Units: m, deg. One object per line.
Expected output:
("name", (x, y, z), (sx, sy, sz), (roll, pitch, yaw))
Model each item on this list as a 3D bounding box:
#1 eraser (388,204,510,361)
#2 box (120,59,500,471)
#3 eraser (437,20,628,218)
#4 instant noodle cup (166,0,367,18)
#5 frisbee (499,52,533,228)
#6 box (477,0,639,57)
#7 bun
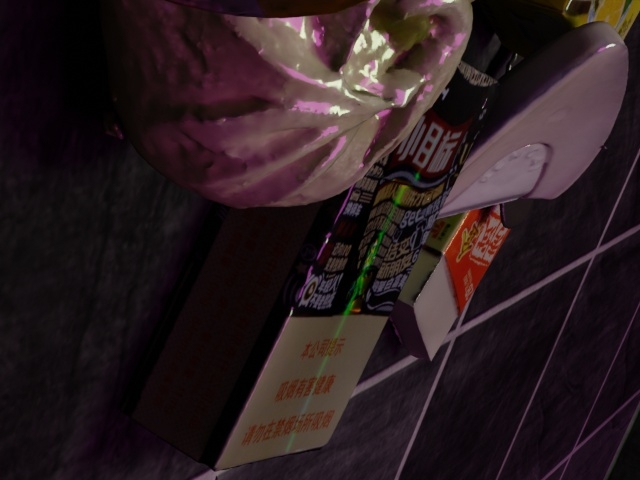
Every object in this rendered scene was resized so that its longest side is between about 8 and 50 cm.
("eraser", (0.138, -0.011, 1.430), (0.230, 0.038, 0.157), (-58, 159, -15))
("box", (0.000, 0.000, 1.052), (0.310, 0.084, 0.198), (-64, 159, 7))
("eraser", (0.159, -0.094, 1.204), (0.204, 0.059, 0.243), (-12, 152, -34))
("instant noodle cup", (-0.033, -0.230, 0.479), (0.200, 0.264, 0.264), (-61, 161, -25))
("frisbee", (0.146, -0.111, 1.314), (0.187, 0.012, 0.211), (-4, 104, -53))
("box", (0.228, -0.276, 1.214), (0.265, 0.097, 0.168), (-60, 156, -5))
("bun", (0.001, -0.135, 0.786), (0.259, 0.160, 0.259), (-52, 158, -32))
